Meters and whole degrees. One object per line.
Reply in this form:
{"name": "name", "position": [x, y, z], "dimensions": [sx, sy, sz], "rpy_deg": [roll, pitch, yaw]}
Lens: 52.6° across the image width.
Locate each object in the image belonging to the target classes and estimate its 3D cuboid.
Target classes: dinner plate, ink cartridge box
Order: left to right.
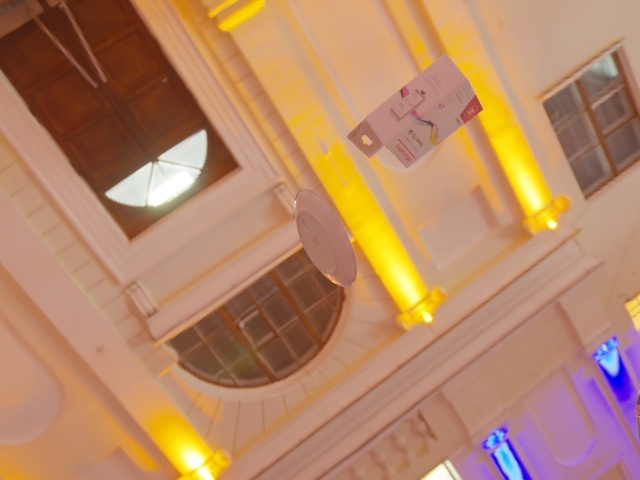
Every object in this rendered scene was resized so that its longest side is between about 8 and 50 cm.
{"name": "dinner plate", "position": [0.000, 0.000, 0.842], "dimensions": [0.017, 0.141, 0.141], "rpy_deg": [-26, -164, -23]}
{"name": "ink cartridge box", "position": [0.151, -0.189, 1.033], "dimensions": [0.198, 0.067, 0.115], "rpy_deg": [-37, 154, 13]}

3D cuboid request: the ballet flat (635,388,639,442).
{"name": "ballet flat", "position": [0.303, 0.127, 0.371], "dimensions": [0.222, 0.079, 0.077], "rpy_deg": [2, 171, 20]}
